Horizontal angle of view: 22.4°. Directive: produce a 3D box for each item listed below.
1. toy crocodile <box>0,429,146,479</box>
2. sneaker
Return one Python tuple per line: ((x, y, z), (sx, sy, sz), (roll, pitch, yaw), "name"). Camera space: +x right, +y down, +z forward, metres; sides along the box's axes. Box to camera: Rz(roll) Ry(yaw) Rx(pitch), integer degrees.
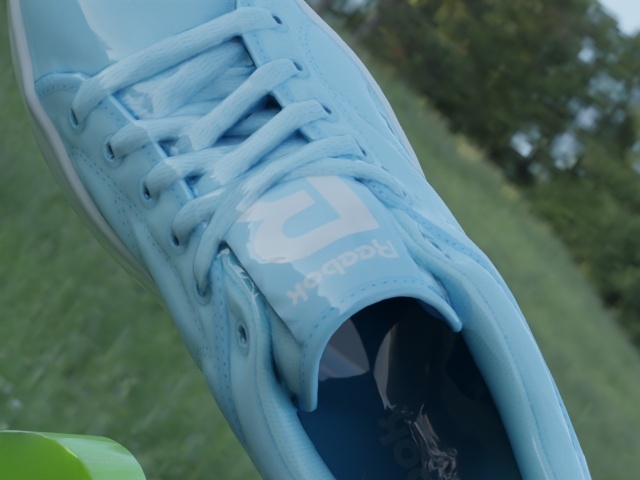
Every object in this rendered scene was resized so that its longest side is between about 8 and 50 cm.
((-0.159, 0.238, 0.659), (0.105, 0.341, 0.115), (9, -17, 30), "toy crocodile")
((0.000, 0.000, 0.594), (0.366, 0.135, 0.150), (55, -14, 9), "sneaker")
